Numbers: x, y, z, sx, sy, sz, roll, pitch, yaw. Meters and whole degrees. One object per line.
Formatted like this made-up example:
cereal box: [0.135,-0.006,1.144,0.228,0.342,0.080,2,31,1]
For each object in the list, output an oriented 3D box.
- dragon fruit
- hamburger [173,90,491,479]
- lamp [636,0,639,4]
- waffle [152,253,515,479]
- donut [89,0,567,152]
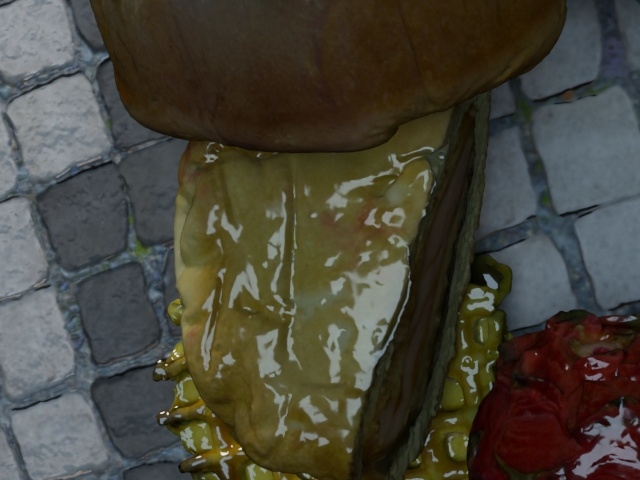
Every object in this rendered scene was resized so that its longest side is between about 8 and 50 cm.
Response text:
dragon fruit: [0.211,0.168,1.099,0.241,0.252,0.241,2,50,-3]
hamburger: [-0.003,-0.001,1.149,0.209,0.162,0.330,15,90,20]
lamp: [0.245,-0.252,1.094,0.209,0.147,0.284,-41,45,22]
waffle: [0.018,0.095,1.253,0.329,0.062,0.329,-1,86,17]
donut: [0.004,-0.175,1.054,0.317,0.299,0.150,-19,126,2]
